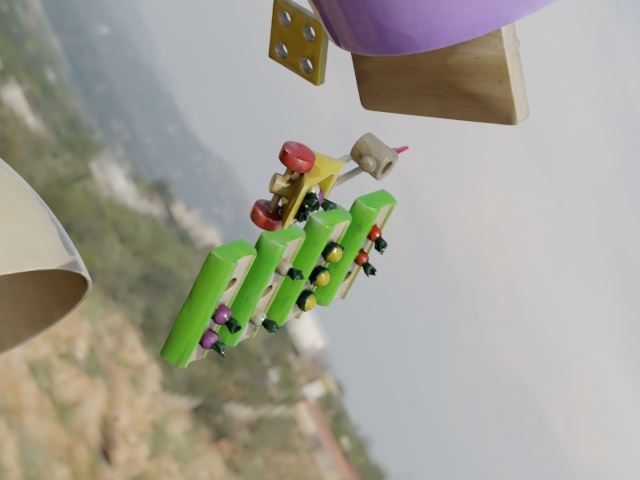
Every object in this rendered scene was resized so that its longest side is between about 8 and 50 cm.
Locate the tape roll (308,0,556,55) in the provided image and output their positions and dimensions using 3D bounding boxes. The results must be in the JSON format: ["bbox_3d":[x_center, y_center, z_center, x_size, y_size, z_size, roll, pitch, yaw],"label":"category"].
[{"bbox_3d":[0.069,-0.174,0.958,0.080,0.189,0.189,60,0,-27],"label":"tape roll"}]

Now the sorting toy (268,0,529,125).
[{"bbox_3d":[0.067,-0.144,1.213,0.274,0.046,0.132,9,-61,46],"label":"sorting toy"}]

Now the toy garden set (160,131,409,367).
[{"bbox_3d":[0.000,0.000,1.589,0.049,0.204,0.244,40,32,20],"label":"toy garden set"}]

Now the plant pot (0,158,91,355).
[{"bbox_3d":[-0.364,0.001,1.731,0.284,0.284,0.191,74,-6,-77],"label":"plant pot"}]
